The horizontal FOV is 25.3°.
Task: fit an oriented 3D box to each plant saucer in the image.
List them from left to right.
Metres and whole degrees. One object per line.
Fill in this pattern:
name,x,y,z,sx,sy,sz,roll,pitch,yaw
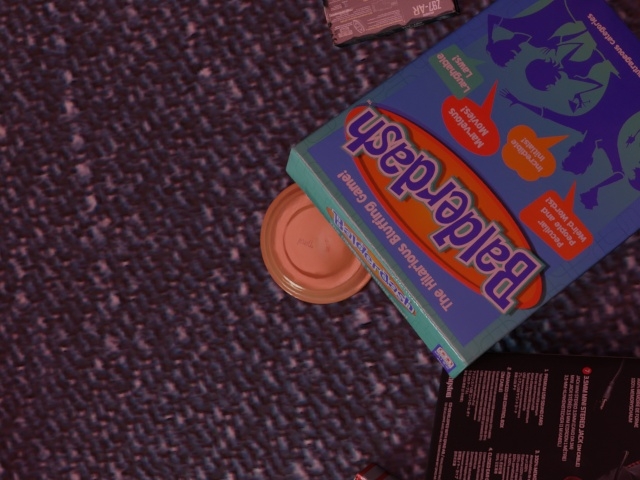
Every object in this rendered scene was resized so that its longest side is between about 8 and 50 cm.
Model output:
plant saucer,0.000,0.000,0.932,0.083,0.013,0.083,1,92,16

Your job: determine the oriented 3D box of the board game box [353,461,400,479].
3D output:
board game box,0.042,0.264,0.915,0.146,0.045,0.193,32,100,13

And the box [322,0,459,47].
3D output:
box,0.041,-0.166,0.910,0.083,0.018,0.067,-14,89,16

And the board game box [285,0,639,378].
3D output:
board game box,0.110,-0.046,0.836,0.210,0.047,0.160,-37,82,-13

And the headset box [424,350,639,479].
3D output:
headset box,0.203,0.182,0.777,0.293,0.110,0.218,0,53,16
